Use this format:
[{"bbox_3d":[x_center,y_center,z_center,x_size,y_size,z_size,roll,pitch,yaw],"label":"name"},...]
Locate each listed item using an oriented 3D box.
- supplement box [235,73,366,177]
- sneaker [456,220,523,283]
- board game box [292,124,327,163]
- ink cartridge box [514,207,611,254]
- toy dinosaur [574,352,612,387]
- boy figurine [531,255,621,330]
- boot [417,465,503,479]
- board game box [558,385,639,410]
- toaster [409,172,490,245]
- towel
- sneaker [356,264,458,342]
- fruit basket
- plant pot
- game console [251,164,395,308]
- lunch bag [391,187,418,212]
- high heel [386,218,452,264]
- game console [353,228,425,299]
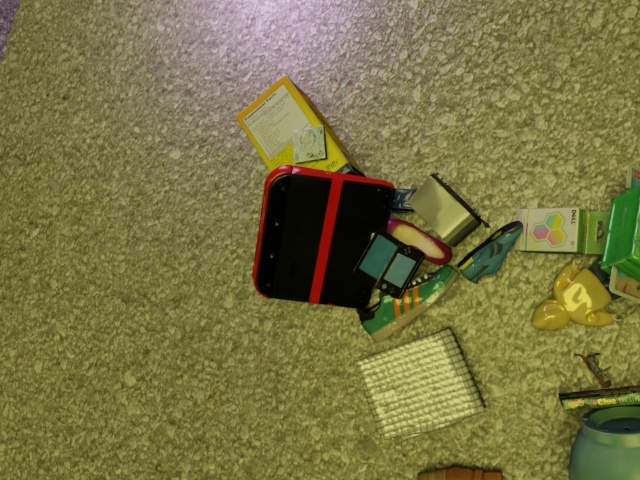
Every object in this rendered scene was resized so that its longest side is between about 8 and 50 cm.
[{"bbox_3d":[-0.049,-0.264,1.529,0.194,0.195,0.356,-36,74,13],"label":"supplement box"},{"bbox_3d":[0.456,0.034,1.364,0.082,0.069,0.209,45,120,2],"label":"sneaker"},{"bbox_3d":[-0.029,-0.256,1.405,0.090,0.020,0.090,-6,83,18],"label":"board game box"},{"bbox_3d":[0.596,-0.023,1.296,0.209,0.062,0.109,2,84,44],"label":"ink cartridge box"},{"bbox_3d":[0.684,0.321,1.293,0.090,0.047,0.082,-6,91,53],"label":"toy dinosaur"},{"bbox_3d":[0.652,0.139,1.285,0.285,0.092,0.177,-42,73,13],"label":"boy figurine"},{"bbox_3d":[0.375,0.723,1.332,0.220,0.109,0.283,-9,74,15],"label":"boot"},{"bbox_3d":[0.699,0.362,1.220,0.260,0.136,0.030,-12,79,18],"label":"board game box"},{"bbox_3d":[0.337,-0.073,1.384,0.110,0.168,0.185,-46,71,13],"label":"toaster"},{"bbox_3d":[0.261,0.384,1.392,0.284,0.121,0.235,-24,78,15],"label":"towel"},{"bbox_3d":[0.228,0.149,1.423,0.302,0.108,0.121,-40,85,14],"label":"sneaker"},{"bbox_3d":[0.820,0.023,1.146,0.353,0.165,0.327,20,72,4],"label":"fruit basket"},{"bbox_3d":[0.672,0.472,1.119,0.293,0.293,0.196,-13,90,19],"label":"plant pot"},{"bbox_3d":[0.000,0.000,1.425,0.342,0.060,0.386,7,113,-9],"label":"game console"},{"bbox_3d":[0.230,-0.110,1.477,0.098,0.067,0.065,5,86,22],"label":"lunch bag"},{"bbox_3d":[0.245,-0.001,1.434,0.244,0.117,0.082,33,96,20],"label":"high heel"},{"bbox_3d":[0.181,0.061,1.380,0.124,0.085,0.144,28,86,40],"label":"game console"}]
